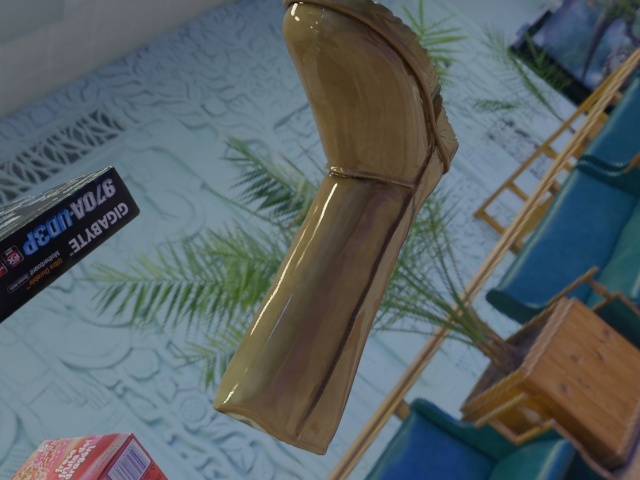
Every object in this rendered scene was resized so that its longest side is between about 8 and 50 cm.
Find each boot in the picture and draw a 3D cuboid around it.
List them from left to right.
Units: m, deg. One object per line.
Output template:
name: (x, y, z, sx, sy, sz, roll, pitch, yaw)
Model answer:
boot: (0.000, 0.000, 0.481, 0.236, 0.089, 0.270, 40, -108, -50)

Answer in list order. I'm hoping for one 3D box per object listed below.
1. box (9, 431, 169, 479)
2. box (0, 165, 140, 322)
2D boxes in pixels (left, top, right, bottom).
box: (-0.253, 0.334, 0.612, 0.142, 0.154, 0.300, -15, 27, 32)
box: (-0.273, 0.026, 0.548, 0.175, 0.051, 0.220, -14, 23, 32)
